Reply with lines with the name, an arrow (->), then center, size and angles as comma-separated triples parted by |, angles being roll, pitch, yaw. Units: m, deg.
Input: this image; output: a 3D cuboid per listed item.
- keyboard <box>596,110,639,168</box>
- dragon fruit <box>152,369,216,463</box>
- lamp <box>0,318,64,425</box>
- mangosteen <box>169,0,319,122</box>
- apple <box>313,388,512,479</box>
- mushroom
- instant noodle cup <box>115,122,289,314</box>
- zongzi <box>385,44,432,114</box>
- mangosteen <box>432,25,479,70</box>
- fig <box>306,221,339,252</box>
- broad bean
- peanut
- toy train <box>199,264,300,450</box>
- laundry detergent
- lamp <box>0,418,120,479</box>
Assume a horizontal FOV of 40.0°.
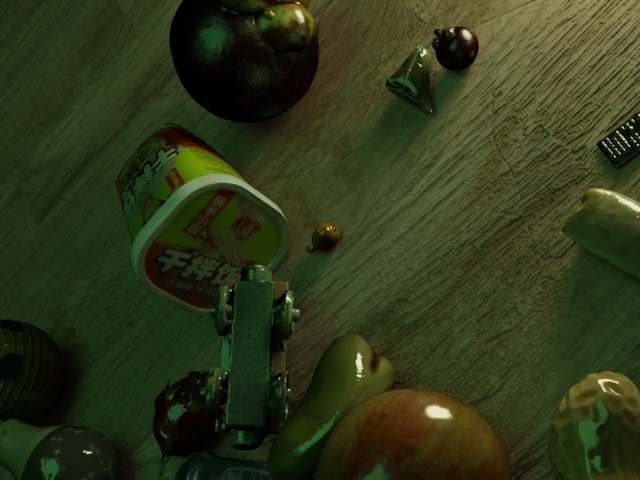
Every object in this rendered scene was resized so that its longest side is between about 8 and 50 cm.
keyboard -> 0.512, -0.187, 1.320 | 0.198, 0.010, 0.063 | -39, 48, 16
dragon fruit -> -0.246, 0.350, 1.571 | 0.125, 0.125, 0.245 | 7, 79, 37
lamp -> -0.683, 0.276, 1.837 | 0.250, 0.284, 0.250 | -21, 56, 35
mangosteen -> -0.149, -0.396, 1.735 | 0.330, 0.330, 0.329 | -17, 59, 31
apple -> 0.121, 0.334, 1.185 | 0.257, 0.256, 0.234 | -8, 22, 35
mushroom -> 0.474, 0.022, 1.202 | 0.100, 0.081, 0.312 | -53, 43, 0
instant noodle cup -> -0.250, -0.058, 1.695 | 0.294, 0.294, 0.308 | -48, 41, 9
zongzi -> 0.191, -0.293, 1.601 | 0.113, 0.052, 0.104 | 36, 87, 30
mangosteen -> 0.241, -0.342, 1.562 | 0.081, 0.081, 0.080 | -17, 59, 31
fig -> 0.000, 0.000, 1.605 | 0.083, 0.050, 0.050 | -40, 47, 39
broad bean -> 0.020, 0.268, 1.356 | 0.263, 0.121, 0.189 | -56, 6, -19
peanut -> 0.357, 0.316, 1.119 | 0.136, 0.120, 0.298 | -31, 49, 53
toy train -> -0.114, 0.202, 1.480 | 0.150, 0.221, 0.304 | 3, 73, 0
laundry detergent -> -0.145, 0.423, 1.439 | 0.290, 0.094, 0.143 | 8, 72, 30
lamp -> -0.525, 0.407, 1.664 | 0.314, 0.182, 0.181 | 30, 88, 9
